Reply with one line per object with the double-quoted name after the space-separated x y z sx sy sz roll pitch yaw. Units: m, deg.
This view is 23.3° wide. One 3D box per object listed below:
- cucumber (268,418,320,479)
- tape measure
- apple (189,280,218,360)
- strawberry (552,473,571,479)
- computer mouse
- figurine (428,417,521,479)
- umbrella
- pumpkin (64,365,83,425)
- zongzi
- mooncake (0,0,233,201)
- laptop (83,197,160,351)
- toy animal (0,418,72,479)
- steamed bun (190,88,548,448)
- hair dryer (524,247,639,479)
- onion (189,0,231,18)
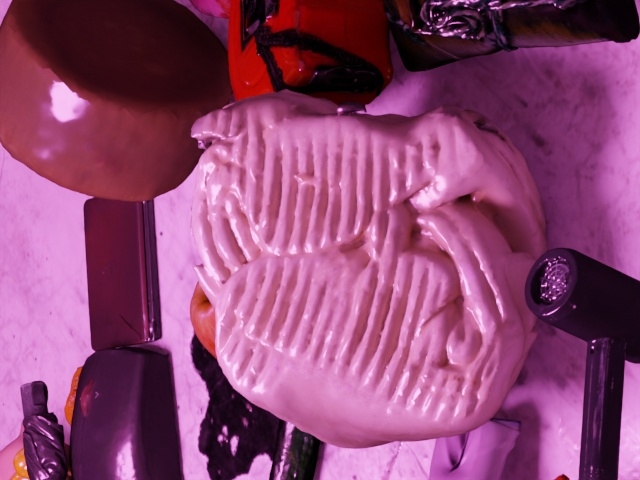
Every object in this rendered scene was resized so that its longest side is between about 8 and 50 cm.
-0.029 0.235 1.724 0.056 0.056 0.284 22 101 49 "cucumber"
-0.019 -0.229 1.626 0.260 0.114 0.253 140 131 -62 "tape measure"
-0.073 0.074 1.706 0.146 0.131 0.146 -51 24 32 "apple"
0.223 0.300 1.335 0.186 0.184 0.202 -23 45 45 "strawberry"
-0.258 0.270 1.967 0.170 0.100 0.269 -17 76 47 "computer mouse"
0.139 0.302 1.467 0.194 0.133 0.274 31 101 44 "figurine"
-0.344 0.289 1.966 0.066 0.059 0.236 -34 60 46 "umbrella"
-0.317 0.211 2.095 0.050 0.028 0.083 9 87 49 "pumpkin"
0.165 -0.371 1.421 0.319 0.362 0.383 5 131 52 "zongzi"
-0.252 -0.178 1.825 0.284 0.284 0.155 58 133 33 "mooncake"
-0.262 0.037 2.037 0.154 0.026 0.207 -14 78 52 "laptop"
-0.370 0.358 2.061 0.149 0.165 0.248 -19 60 29 "toy animal"
0.053 0.012 1.497 0.346 0.237 0.394 -42 77 11 "steamed bun"
0.225 0.136 1.292 0.070 0.128 0.256 -23 50 48 "hair dryer"
-0.130 -0.333 1.789 0.150 0.140 0.150 -3 86 47 "onion"
